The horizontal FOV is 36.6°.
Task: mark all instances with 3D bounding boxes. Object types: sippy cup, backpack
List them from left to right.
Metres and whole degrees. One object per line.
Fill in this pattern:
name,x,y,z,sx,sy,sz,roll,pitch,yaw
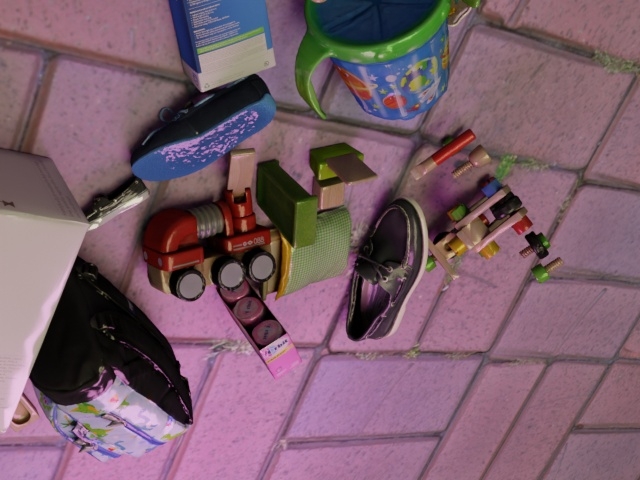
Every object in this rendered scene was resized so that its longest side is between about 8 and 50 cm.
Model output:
backpack,-0.358,0.224,1.640,0.273,0.290,0.355,-41,142,11
sippy cup,0.113,-0.323,1.583,0.305,0.240,0.224,-8,147,14

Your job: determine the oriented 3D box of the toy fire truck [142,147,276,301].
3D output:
toy fire truck,-0.185,-0.037,1.652,0.217,0.158,0.246,-14,108,-32

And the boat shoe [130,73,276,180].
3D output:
boat shoe,-0.189,-0.179,1.560,0.258,0.089,0.109,-23,148,8

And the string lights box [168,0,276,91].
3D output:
string lights box,-0.157,-0.369,1.456,0.133,0.077,0.260,-23,131,-19

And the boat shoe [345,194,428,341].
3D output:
boat shoe,0.115,0.068,1.920,0.113,0.127,0.340,-19,140,-37

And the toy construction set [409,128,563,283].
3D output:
toy construction set,0.272,-0.042,1.905,0.237,0.257,0.309,-35,115,9

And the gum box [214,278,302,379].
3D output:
gum box,-0.117,0.153,1.789,0.062,0.188,0.107,-34,141,-9

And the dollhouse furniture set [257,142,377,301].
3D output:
dollhouse furniture set,0.000,0.000,1.772,0.197,0.151,0.301,-15,129,-26

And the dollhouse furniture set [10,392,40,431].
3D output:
dollhouse furniture set,-0.562,0.347,1.675,0.151,0.123,0.144,-31,134,-11

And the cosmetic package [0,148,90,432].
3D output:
cosmetic package,-0.505,0.072,1.453,0.156,0.217,0.385,12,116,-38

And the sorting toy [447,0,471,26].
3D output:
sorting toy,0.226,-0.403,1.686,0.083,0.075,0.045,-45,134,4

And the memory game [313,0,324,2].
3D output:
memory game,-0.001,-0.440,1.422,0.186,0.012,0.186,0,120,-1

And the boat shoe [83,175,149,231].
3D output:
boat shoe,-0.348,-0.059,1.581,0.142,0.049,0.040,-31,114,-13
